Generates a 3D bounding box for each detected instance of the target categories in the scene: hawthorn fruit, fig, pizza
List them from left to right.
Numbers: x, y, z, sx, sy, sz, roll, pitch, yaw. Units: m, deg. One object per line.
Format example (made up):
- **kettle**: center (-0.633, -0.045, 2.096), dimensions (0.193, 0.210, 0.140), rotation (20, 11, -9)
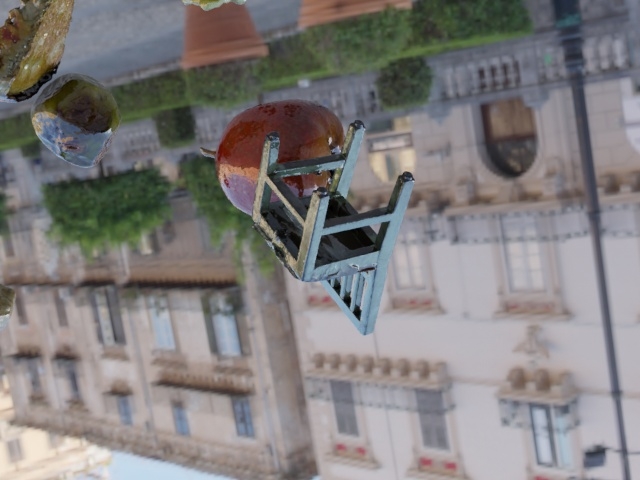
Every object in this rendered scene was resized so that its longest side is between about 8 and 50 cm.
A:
- **pizza**: center (-0.437, -0.318, 1.469), dimensions (0.074, 0.288, 0.251), rotation (21, -141, -6)
- **fig**: center (-0.407, -0.211, 1.633), dimensions (0.144, 0.166, 0.154), rotation (-44, 145, 17)
- **hawthorn fruit**: center (-0.077, -0.121, 1.463), dimensions (0.225, 0.196, 0.196), rotation (6, -169, 16)

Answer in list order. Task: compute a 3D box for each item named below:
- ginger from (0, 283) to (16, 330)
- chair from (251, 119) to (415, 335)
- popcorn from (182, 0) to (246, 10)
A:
- **ginger**: center (-0.623, 0.152, 1.780), dimensions (0.122, 0.115, 0.193), rotation (-21, -139, 18)
- **chair**: center (0.000, 0.000, 1.238), dimensions (0.147, 0.270, 0.136), rotation (-13, -134, -29)
- **popcorn**: center (-0.258, -0.610, 2.268), dimensions (0.197, 0.155, 0.197), rotation (-8, -141, 7)
